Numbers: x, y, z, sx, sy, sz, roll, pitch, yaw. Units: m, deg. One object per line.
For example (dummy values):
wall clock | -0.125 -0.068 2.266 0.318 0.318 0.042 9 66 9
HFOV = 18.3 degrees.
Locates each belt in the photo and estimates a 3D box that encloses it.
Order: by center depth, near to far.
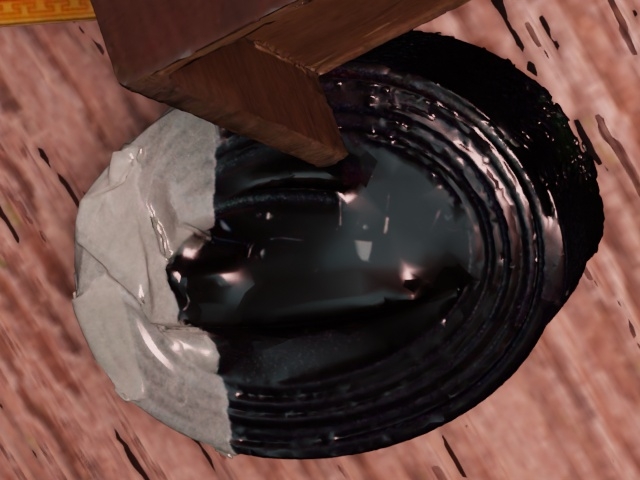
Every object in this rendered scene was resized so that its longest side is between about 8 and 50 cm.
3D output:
belt | 0.000 0.000 0.734 0.198 0.078 0.151 -17 101 24

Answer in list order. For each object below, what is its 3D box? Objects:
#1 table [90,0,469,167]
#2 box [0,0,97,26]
table | 0.008 -0.152 0.595 0.169 0.172 0.193 -25 76 17
box | -0.182 -0.155 0.759 0.239 0.074 0.153 -2 109 19
